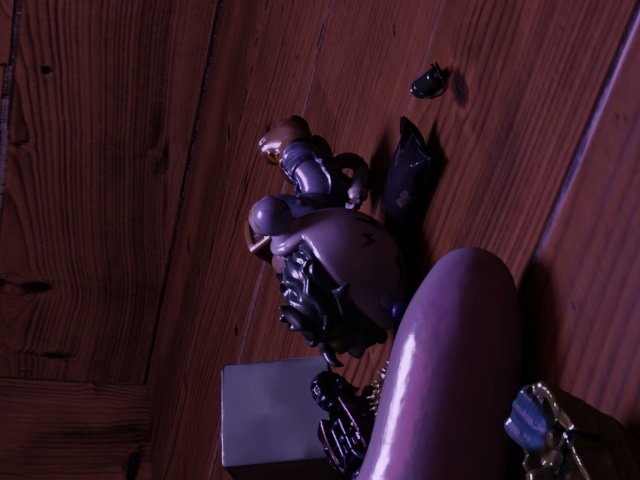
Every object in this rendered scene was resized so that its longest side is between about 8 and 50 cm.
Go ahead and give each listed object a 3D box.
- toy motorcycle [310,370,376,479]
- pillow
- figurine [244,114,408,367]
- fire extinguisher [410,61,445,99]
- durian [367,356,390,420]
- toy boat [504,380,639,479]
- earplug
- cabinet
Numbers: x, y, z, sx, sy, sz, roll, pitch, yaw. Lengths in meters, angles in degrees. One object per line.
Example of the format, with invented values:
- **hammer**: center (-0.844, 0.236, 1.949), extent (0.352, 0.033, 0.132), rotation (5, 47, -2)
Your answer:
- **toy motorcycle**: center (0.063, 0.254, 1.654), extent (0.082, 0.122, 0.213), rotation (-59, 40, 36)
- **pillow**: center (0.110, -0.076, 1.684), extent (0.090, 0.048, 0.150), rotation (-90, 9, -48)
- **figurine**: center (-0.004, 0.000, 1.753), extent (0.186, 0.261, 0.382), rotation (-46, 42, 22)
- **fire extinguisher**: center (0.140, -0.198, 1.659), extent (0.038, 0.025, 0.083), rotation (56, 162, 0)
- **durian**: center (0.102, 0.204, 1.525), extent (0.146, 0.102, 0.208), rotation (-124, 37, -59)
- **toy boat**: center (0.228, 0.238, 1.061), extent (0.276, 0.084, 0.111), rotation (-104, 26, -44)
- **earplug**: center (0.133, 0.156, 1.329), extent (0.172, 0.172, 0.301), rotation (-168, 89, -76)
- **cabinet**: center (-0.043, 0.270, 1.814), extent (0.206, 0.150, 0.145), rotation (68, -163, -60)
